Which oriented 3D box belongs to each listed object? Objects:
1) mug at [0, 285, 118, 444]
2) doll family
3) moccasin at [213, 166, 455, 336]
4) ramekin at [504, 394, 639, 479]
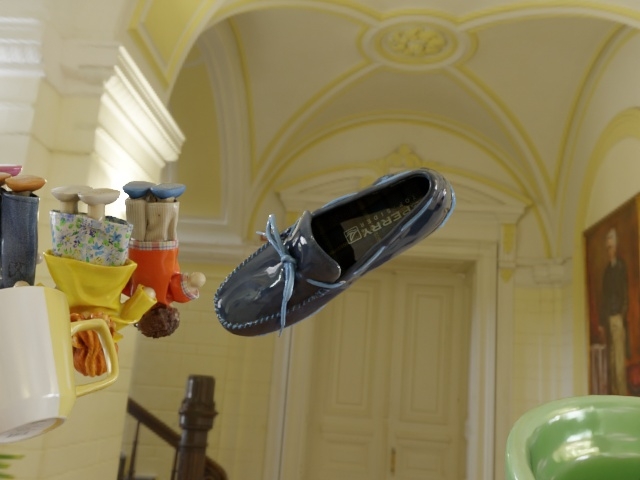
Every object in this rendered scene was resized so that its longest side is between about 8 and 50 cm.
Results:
[{"bbox_3d":[-0.145,0.062,0.325,0.078,0.064,0.062,-17,-21,-17],"label":"mug"},{"bbox_3d":[-0.234,0.030,0.540,0.263,0.163,0.118,8,16,14],"label":"doll family"},{"bbox_3d":[0.000,0.000,0.811,0.342,0.137,0.117,-36,-18,7],"label":"moccasin"},{"bbox_3d":[0.248,0.221,0.372,0.304,0.148,0.303,8,10,-1],"label":"ramekin"}]
